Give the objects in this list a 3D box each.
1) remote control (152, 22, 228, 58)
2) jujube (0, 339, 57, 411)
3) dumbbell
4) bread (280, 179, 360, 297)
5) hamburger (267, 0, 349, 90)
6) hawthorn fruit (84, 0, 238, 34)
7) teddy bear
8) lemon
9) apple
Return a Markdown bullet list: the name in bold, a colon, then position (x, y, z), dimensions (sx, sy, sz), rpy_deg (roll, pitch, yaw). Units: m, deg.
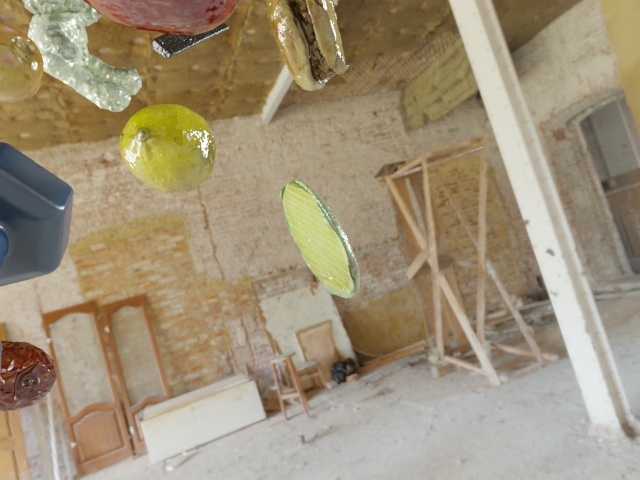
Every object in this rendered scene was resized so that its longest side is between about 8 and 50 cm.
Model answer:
- **remote control**: position (-0.328, -0.527, 1.267), dimensions (0.245, 0.063, 0.025), rpy_deg (-50, -1, -42)
- **jujube**: position (-0.492, 0.209, 0.764), dimensions (0.176, 0.109, 0.112), rpy_deg (-3, -36, 34)
- **dumbbell**: position (-0.319, 0.042, 0.420), dimensions (0.144, 0.159, 0.324), rpy_deg (12, 29, -21)
- **bread**: position (-0.003, -0.005, 1.099), dimensions (0.045, 0.301, 0.301), rpy_deg (-30, 1, -19)
- **hamburger**: position (-0.033, -0.480, 1.087), dimensions (0.145, 0.259, 0.283), rpy_deg (-14, 39, 15)
- **hawthorn fruit**: position (-0.183, -0.377, 0.570), dimensions (0.285, 0.284, 0.369), rpy_deg (-17, -22, -1)
- **teddy bear**: position (-0.649, -0.608, 1.348), dimensions (0.376, 0.327, 0.362), rpy_deg (25, -55, -17)
- **lemon**: position (-0.449, -0.275, 1.469), dimensions (0.269, 0.267, 0.322), rpy_deg (-17, -12, -5)
- **apple**: position (-0.591, -0.329, 0.927), dimensions (0.147, 0.146, 0.146), rpy_deg (-17, -4, -1)
